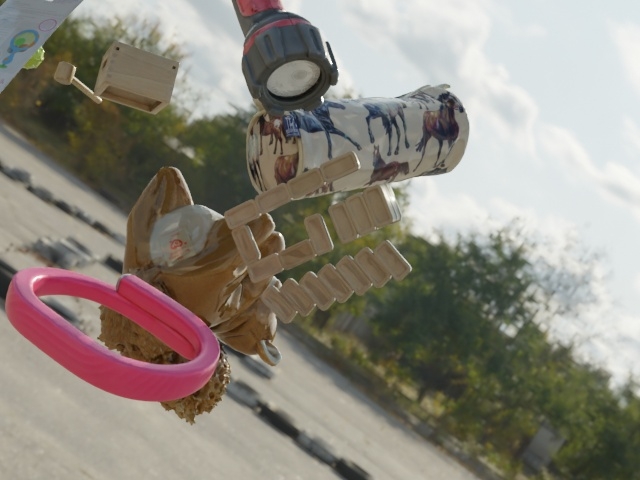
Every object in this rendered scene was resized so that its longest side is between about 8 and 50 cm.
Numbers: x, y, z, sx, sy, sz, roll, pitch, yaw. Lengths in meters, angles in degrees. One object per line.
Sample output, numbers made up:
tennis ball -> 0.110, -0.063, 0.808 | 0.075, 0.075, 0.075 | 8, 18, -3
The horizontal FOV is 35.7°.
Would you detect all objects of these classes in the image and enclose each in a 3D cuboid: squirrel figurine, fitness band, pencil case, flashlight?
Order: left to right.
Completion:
fitness band -> -0.259, 0.108, 1.246 | 0.291, 0.054, 0.209 | 29, 18, 26
squirrel figurine -> -0.220, 0.133, 1.859 | 0.281, 0.397, 0.370 | 19, -26, 28
flashlight -> -0.067, -0.282, 1.144 | 0.103, 0.103, 0.304 | 37, 28, -52
pencil case -> 0.073, -0.183, 1.741 | 0.410, 0.184, 0.160 | -11, 14, -34

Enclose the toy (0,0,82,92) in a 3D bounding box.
toy -> -0.460, -0.276, 1.472 | 0.137, 0.237, 0.056 | 15, -37, 26

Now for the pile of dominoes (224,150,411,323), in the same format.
pile of dominoes -> 0.000, 0.000, 1.445 | 0.040, 0.251, 0.196 | -12, 80, -64

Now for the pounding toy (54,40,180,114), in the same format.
pounding toy -> -0.393, -0.319, 1.890 | 0.206, 0.094, 0.181 | 16, -9, -20
